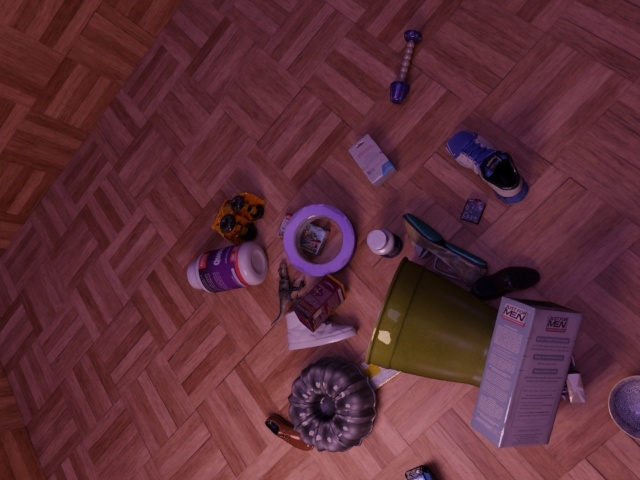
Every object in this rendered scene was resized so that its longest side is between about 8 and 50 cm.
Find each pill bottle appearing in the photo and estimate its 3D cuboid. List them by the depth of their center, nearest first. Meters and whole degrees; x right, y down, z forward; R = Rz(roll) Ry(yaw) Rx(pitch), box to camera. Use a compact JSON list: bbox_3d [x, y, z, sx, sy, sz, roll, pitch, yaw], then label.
[{"bbox_3d":[0.226,0.010,1.564,0.094,0.169,0.094,-5,79,26],"label":"pill bottle"},{"bbox_3d":[-0.395,0.119,1.849,0.323,0.181,0.181,-13,76,24],"label":"pill bottle"}]

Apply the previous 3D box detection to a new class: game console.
[{"bbox_3d":[0.336,0.805,1.426,0.107,0.071,0.122,-32,68,18],"label":"game console"}]

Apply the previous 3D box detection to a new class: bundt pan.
[{"bbox_3d":[0.022,0.576,1.535,0.331,0.124,0.330,-5,79,27],"label":"bundt pan"}]

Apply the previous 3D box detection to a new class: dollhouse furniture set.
[{"bbox_3d":[0.670,0.386,1.268,0.129,0.184,0.128,-11,76,24],"label":"dollhouse furniture set"}]

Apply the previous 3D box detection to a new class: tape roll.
[{"bbox_3d":[0.000,0.000,1.686,0.275,0.090,0.274,-1,87,12],"label":"tape roll"}]

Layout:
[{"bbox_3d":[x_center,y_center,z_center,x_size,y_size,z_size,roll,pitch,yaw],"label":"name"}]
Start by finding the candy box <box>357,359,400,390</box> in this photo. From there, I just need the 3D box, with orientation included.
[{"bbox_3d":[0.188,0.479,1.582,0.206,0.027,0.105,-40,69,16],"label":"candy box"}]

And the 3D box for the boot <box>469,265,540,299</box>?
[{"bbox_3d":[0.586,0.140,1.424,0.219,0.106,0.082,-10,71,-4],"label":"boot"}]

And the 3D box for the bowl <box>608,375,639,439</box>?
[{"bbox_3d":[0.884,0.454,1.208,0.170,0.080,0.170,-5,78,26],"label":"bowl"}]

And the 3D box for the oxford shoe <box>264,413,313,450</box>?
[{"bbox_3d":[-0.123,0.736,1.667,0.212,0.076,0.076,18,88,26],"label":"oxford shoe"}]

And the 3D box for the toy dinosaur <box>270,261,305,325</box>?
[{"bbox_3d":[-0.127,0.209,1.748,0.118,0.064,0.268,-14,54,26],"label":"toy dinosaur"}]

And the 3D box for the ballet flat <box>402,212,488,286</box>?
[{"bbox_3d":[0.400,0.036,1.511,0.348,0.123,0.123,37,98,27],"label":"ballet flat"}]

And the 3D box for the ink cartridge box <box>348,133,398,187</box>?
[{"bbox_3d":[0.200,-0.307,1.692,0.104,0.061,0.181,-38,67,15],"label":"ink cartridge box"}]

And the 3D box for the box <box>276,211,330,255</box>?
[{"bbox_3d":[-0.071,-0.028,1.794,0.207,0.036,0.114,22,91,28],"label":"box"}]

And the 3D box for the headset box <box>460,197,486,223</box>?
[{"bbox_3d":[0.525,-0.104,1.511,0.062,0.032,0.083,21,90,27],"label":"headset box"}]

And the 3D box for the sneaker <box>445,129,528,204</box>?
[{"bbox_3d":[0.550,-0.264,1.443,0.127,0.182,0.315,-44,65,12],"label":"sneaker"}]

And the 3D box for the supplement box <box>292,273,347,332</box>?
[{"bbox_3d":[0.000,0.227,1.607,0.081,0.104,0.188,34,68,33],"label":"supplement box"}]

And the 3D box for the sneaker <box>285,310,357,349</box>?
[{"bbox_3d":[-0.010,0.310,1.665,0.293,0.108,0.169,-15,78,25],"label":"sneaker"}]

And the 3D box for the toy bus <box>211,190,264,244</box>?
[{"bbox_3d":[-0.374,-0.114,1.916,0.211,0.149,0.220,25,91,44],"label":"toy bus"}]

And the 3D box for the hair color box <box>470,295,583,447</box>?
[{"bbox_3d":[0.550,0.350,1.181,0.113,0.185,0.374,25,105,65],"label":"hair color box"}]

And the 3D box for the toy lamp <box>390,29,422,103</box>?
[{"bbox_3d":[0.324,-0.659,1.684,0.080,0.080,0.274,13,88,28],"label":"toy lamp"}]

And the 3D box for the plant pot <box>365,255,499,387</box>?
[{"bbox_3d":[0.370,0.281,1.371,0.353,0.366,0.366,20,90,16],"label":"plant pot"}]
